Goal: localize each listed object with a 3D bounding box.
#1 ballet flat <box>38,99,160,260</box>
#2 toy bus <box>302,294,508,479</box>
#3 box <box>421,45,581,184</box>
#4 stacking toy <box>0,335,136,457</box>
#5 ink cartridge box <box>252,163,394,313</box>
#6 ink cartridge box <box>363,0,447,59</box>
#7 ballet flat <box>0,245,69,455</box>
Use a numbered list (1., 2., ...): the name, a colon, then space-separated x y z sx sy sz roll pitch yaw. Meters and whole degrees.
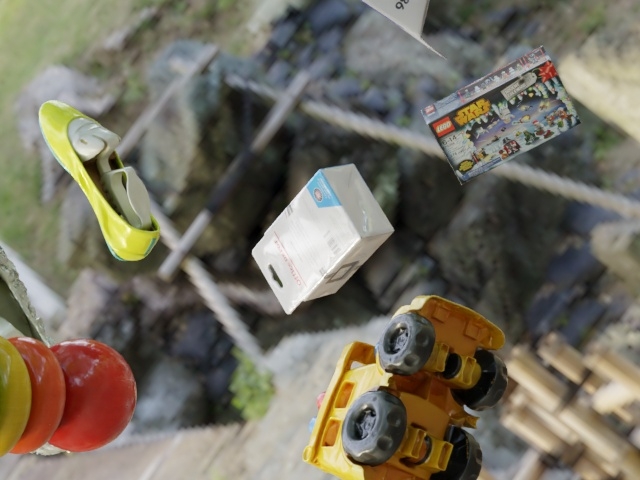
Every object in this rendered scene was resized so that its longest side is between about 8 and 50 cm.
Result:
1. ballet flat: -0.261 -0.085 1.987 0.077 0.231 0.077 -21 -11 -45
2. toy bus: 0.074 0.172 1.773 0.211 0.149 0.220 4 70 55
3. box: 0.180 -0.123 1.623 0.137 0.094 0.027 -28 40 8
4. stacking toy: -0.272 0.117 1.197 0.330 0.141 0.141 8 -49 -49
5. ink cartridge box: 0.000 0.000 2.005 0.060 0.104 0.180 -14 -24 -42
6. ink cartridge box: 0.037 -0.359 2.146 0.065 0.332 0.165 -55 12 7
7. ballet flat: -0.426 0.099 2.123 0.147 0.409 0.147 -37 3 3
